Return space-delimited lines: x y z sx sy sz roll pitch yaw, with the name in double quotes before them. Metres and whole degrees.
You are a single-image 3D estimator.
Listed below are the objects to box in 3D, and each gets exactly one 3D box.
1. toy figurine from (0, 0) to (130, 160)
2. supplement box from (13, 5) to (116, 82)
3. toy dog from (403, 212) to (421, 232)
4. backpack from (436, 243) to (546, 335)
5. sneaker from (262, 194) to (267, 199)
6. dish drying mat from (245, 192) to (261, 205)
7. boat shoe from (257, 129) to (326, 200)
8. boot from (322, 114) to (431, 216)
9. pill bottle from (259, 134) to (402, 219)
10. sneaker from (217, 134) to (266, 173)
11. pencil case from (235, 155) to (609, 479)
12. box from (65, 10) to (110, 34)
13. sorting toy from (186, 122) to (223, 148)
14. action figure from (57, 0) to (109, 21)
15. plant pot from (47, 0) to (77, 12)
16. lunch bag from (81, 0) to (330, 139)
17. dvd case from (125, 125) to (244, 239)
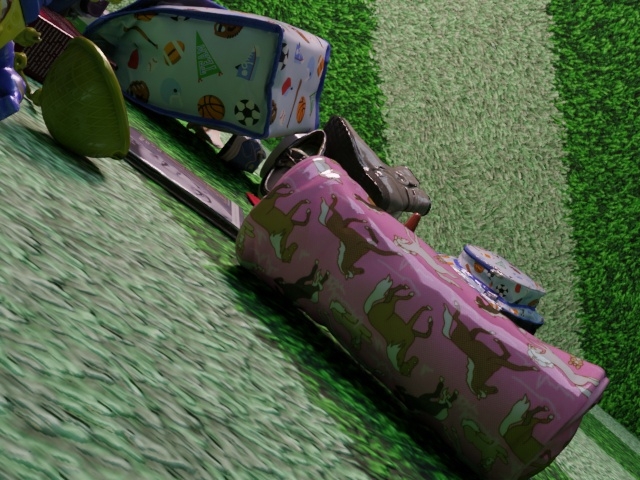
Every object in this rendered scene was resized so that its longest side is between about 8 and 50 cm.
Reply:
"toy figurine" -0.294 -0.187 0.672 0.191 0.217 0.362 26 -43 22
"supplement box" -0.376 -0.265 1.002 0.130 0.073 0.239 43 8 33
"toy dog" 0.163 0.042 1.510 0.220 0.161 0.334 33 7 -39
"backpack" 0.336 0.125 1.798 0.263 0.213 0.276 30 3 32
"sneaker" -0.002 -0.048 1.383 0.099 0.121 0.262 32 8 -42
"dish drying mat" -0.106 -0.061 1.407 0.032 0.008 0.083 35 7 -26
"boat shoe" -0.051 -0.144 1.573 0.080 0.073 0.223 27 41 9
"boot" 0.111 -0.142 1.667 0.161 0.083 0.246 -1 53 -45
"pill bottle" 0.022 -0.098 1.735 0.283 0.160 0.160 39 6 6
"sneaker" -0.156 -0.181 1.730 0.081 0.080 0.211 39 16 -5
"pencil case" 0.089 0.073 0.837 0.386 0.160 0.167 39 -23 17
"box" -0.471 -0.441 1.718 0.101 0.087 0.102 40 6 21
"sorting toy" -0.234 -0.221 1.727 0.075 0.045 0.083 49 10 25
"action figure" -0.494 -0.460 1.540 0.185 0.099 0.285 8 11 -43
"plant pot" -0.434 -0.412 1.101 0.236 0.212 0.236 42 7 31
"lunch bag" -0.211 -0.334 1.567 0.385 0.239 0.328 13 10 15
"dvd case" -0.187 -0.085 1.042 0.221 0.018 0.164 37 6 -12
